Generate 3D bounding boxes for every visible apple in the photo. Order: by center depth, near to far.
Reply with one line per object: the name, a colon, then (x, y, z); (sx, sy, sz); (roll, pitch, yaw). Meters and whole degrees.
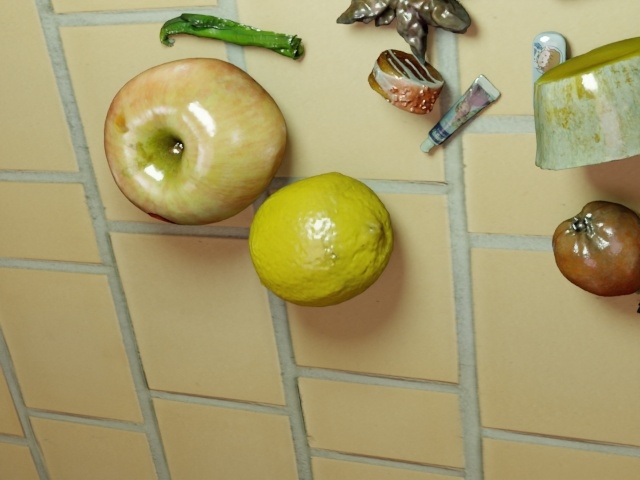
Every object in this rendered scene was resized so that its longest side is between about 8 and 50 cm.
apple: (-0.272, -0.228, 2.058); (0.392, 0.346, 0.391); (7, 111, 18)

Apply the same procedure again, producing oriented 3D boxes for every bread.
bread: (0.183, -0.335, 1.919); (0.161, 0.160, 0.073); (31, 122, 4)

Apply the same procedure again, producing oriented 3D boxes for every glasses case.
glasses case: (0.468, -0.338, 1.863); (0.067, 0.045, 0.178); (3, 118, 20)

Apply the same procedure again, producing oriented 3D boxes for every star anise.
star anise: (0.165, -0.507, 1.858); (0.316, 0.108, 0.315); (6, 116, 12)

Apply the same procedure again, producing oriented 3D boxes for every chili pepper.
chili pepper: (-0.208, -0.464, 2.064); (0.359, 0.085, 0.076); (13, 83, 22)

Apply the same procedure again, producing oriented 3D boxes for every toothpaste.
toothpaste: (0.295, -0.268, 1.983); (0.062, 0.037, 0.216); (45, 120, -4)

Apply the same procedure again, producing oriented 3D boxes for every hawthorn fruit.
hawthorn fruit: (0.615, 0.040, 1.940); (0.199, 0.199, 0.251); (-28, 118, 32)

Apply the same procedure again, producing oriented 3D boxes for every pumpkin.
pumpkin: (0.550, -0.268, 1.721); (0.333, 0.332, 0.199); (-12, 99, 27)

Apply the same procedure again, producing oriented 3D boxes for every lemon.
lemon: (0.002, -0.001, 2.089); (0.336, 0.336, 0.336); (10, 121, 17)

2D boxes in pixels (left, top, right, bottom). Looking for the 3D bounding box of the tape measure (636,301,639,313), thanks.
tape measure: (0.790, 0.100, 1.937); (0.186, 0.112, 0.199); (19, 129, 20)
